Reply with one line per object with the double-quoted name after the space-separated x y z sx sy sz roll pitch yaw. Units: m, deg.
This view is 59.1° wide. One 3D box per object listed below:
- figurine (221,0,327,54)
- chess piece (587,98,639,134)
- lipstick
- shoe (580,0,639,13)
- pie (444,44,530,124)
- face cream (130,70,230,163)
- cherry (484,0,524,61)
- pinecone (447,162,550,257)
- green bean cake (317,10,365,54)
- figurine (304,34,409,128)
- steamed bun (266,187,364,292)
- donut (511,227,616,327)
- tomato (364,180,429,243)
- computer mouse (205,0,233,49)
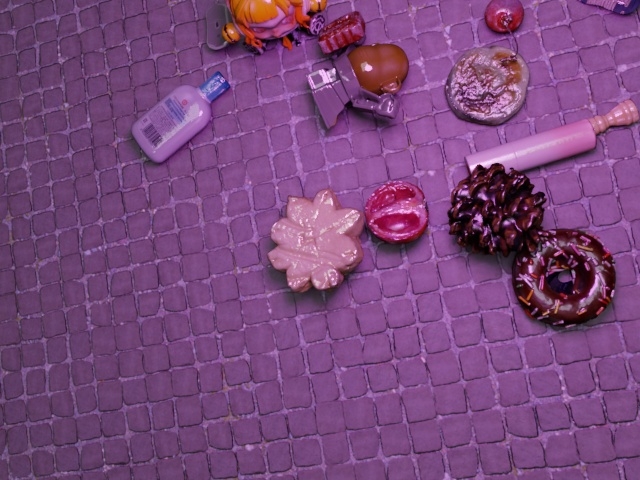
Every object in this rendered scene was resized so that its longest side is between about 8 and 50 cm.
-0.146 -0.670 1.602 0.320 0.323 0.196 -17 80 9 "figurine"
0.770 -0.323 1.500 0.122 0.066 0.066 -21 79 14 "chess piece"
0.559 -0.236 1.516 0.326 0.087 0.087 -17 80 9 "lipstick"
0.784 -0.697 1.540 0.207 0.091 0.106 31 64 19 "shoe"
0.468 -0.435 1.580 0.240 0.054 0.241 -2 82 14 "pie"
-0.426 -0.395 1.749 0.336 0.080 0.163 -39 76 4 "face cream"
0.504 -0.592 1.557 0.107 0.090 0.226 13 67 -3 "cherry"
0.453 -0.079 1.433 0.257 0.243 0.244 2 82 36 "pinecone"
0.059 -0.599 1.620 0.135 0.136 0.056 -21 123 21 "green bean cake"
0.112 -0.460 1.600 0.284 0.167 0.343 -26 78 8 "figurine"
0.000 0.000 1.582 0.292 0.137 0.295 -39 69 9 "steamed bun"
0.626 0.093 1.453 0.269 0.103 0.270 -2 80 11 "donut"
0.212 -0.061 1.561 0.173 0.099 0.189 -8 57 7 "tomato"
-0.316 -0.672 1.776 0.089 0.056 0.182 -12 74 11 "computer mouse"
